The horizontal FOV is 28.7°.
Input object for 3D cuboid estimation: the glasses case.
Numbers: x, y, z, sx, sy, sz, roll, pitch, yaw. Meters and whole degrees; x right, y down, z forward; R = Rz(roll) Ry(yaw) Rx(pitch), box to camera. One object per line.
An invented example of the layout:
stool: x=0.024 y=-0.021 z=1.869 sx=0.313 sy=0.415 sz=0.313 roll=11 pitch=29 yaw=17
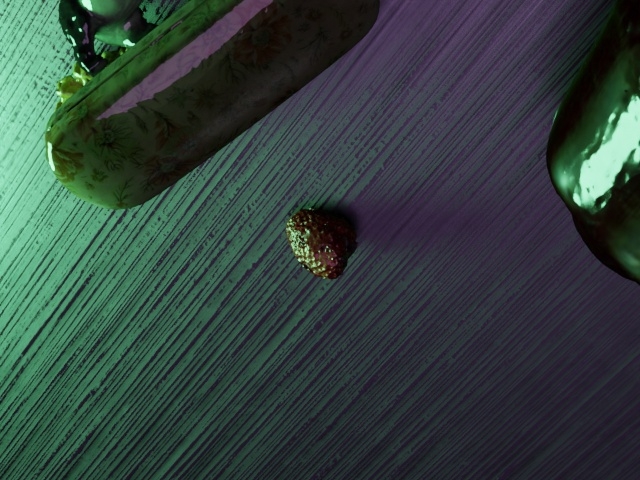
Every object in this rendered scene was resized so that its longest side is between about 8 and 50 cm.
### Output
glasses case: x=-0.124 y=-0.185 z=1.397 sx=0.425 sy=0.098 sz=0.156 roll=-35 pitch=133 yaw=16

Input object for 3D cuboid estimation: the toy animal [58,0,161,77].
toy animal: x=-0.208 y=-0.296 z=1.392 sx=0.225 sy=0.094 sz=0.121 roll=-49 pitch=67 yaw=33

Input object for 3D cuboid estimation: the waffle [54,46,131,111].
waffle: x=-0.225 y=-0.163 z=1.508 sx=0.192 sy=0.046 sz=0.160 roll=-27 pitch=123 yaw=27

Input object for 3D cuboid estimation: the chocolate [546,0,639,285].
chocolate: x=0.400 y=-0.113 z=1.296 sx=0.383 sy=0.384 sz=0.331 roll=33 pitch=134 yaw=-12

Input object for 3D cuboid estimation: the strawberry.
strawberry: x=0.000 y=0.000 z=1.559 sx=0.096 sy=0.083 sz=0.083 roll=30 pitch=126 yaw=24
